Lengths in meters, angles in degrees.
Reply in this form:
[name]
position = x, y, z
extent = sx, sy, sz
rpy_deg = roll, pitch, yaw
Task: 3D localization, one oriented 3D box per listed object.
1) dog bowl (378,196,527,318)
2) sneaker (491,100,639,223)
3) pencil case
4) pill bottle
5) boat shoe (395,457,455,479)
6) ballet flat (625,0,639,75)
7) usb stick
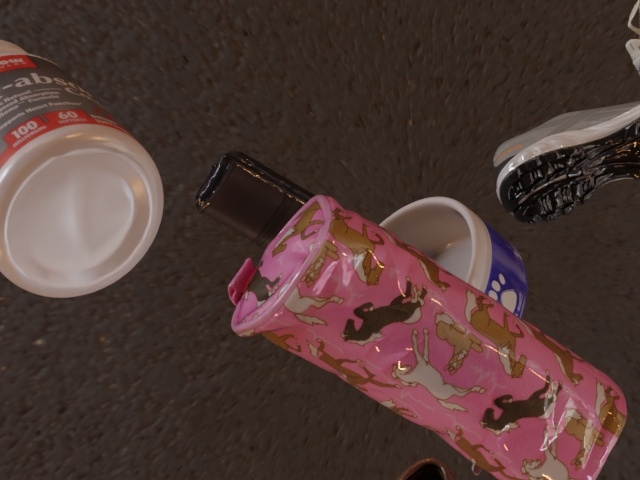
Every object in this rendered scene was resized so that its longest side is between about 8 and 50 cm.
[dog bowl]
position = 0.133, 0.081, 1.642
extent = 0.104, 0.265, 0.265
rpy_deg = 34, 93, -30
[sneaker]
position = 0.308, -0.107, 1.347
extent = 0.271, 0.108, 0.100
rpy_deg = -15, 121, 0
[pencil case]
position = 0.103, 0.110, 1.218
extent = 0.386, 0.160, 0.167
rpy_deg = 34, 106, -17
[pill bottle]
position = -0.350, -0.102, 1.528
extent = 0.210, 0.210, 0.363
rpy_deg = -52, 42, 3
[boat shoe]
position = 0.029, 0.300, 0.947
extent = 0.123, 0.342, 0.123
rpy_deg = 19, 133, 20
[ballet flat]
position = 0.347, -0.218, 1.372
extent = 0.041, 0.041, 0.114
rpy_deg = 8, 79, 4
[usb stick]
position = 0.000, 0.000, 1.317
extent = 0.278, 0.045, 0.077
rpy_deg = 30, 102, -20
